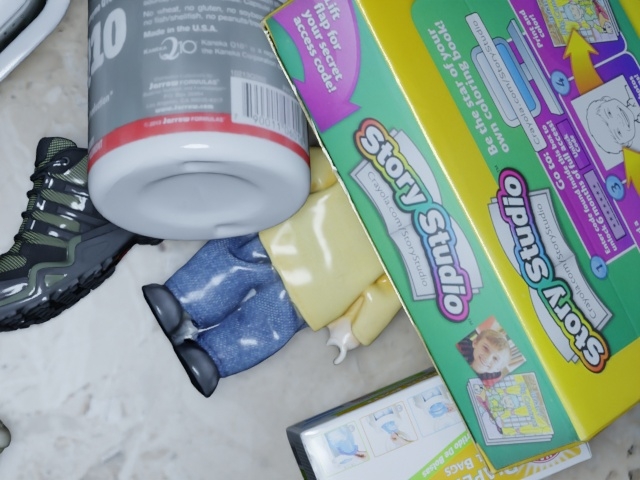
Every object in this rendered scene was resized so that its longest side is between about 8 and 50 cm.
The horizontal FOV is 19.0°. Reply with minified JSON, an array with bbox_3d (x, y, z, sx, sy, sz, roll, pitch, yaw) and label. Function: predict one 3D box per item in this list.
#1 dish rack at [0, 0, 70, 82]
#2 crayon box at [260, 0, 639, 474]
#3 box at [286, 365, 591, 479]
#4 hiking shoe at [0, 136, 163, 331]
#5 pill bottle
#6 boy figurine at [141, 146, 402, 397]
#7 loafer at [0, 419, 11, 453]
[{"bbox_3d":[-0.386,-0.210,1.458,0.333,0.072,0.285,45,83,-2],"label":"dish rack"},{"bbox_3d":[0.164,-0.059,1.414,0.313,0.106,0.363,-27,90,-43],"label":"crayon box"},{"bbox_3d":[0.089,0.155,1.469,0.203,0.114,0.103,-22,89,-8],"label":"box"},{"bbox_3d":[-0.199,-0.018,1.471,0.227,0.086,0.114,-34,82,-16],"label":"hiking shoe"},{"bbox_3d":[-0.092,-0.157,1.412,0.161,0.161,0.283,0,67,-6],"label":"pill bottle"},{"bbox_3d":[0.000,0.000,1.479,0.285,0.092,0.177,-33,90,-8],"label":"boy figurine"},{"bbox_3d":[-0.366,0.157,1.431,0.268,0.102,0.092,4,88,3],"label":"loafer"}]
